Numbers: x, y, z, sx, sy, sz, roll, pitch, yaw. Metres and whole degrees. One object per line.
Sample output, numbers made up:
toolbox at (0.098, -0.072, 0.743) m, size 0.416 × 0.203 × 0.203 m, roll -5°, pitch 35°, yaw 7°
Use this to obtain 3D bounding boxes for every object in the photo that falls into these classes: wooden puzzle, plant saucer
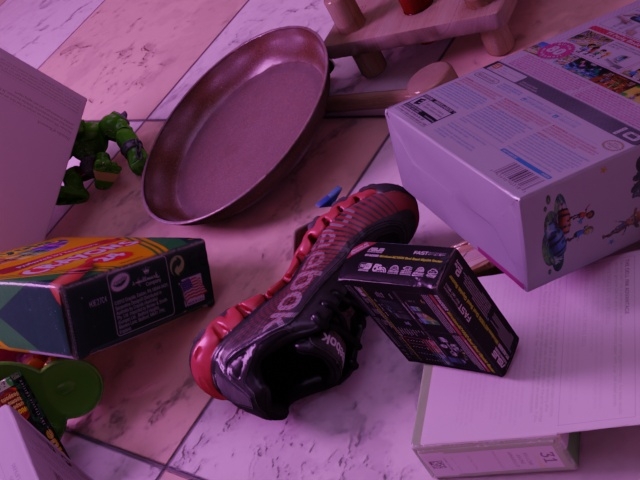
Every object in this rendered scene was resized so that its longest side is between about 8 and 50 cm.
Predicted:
wooden puzzle at (0.000, 0.000, 0.946) m, size 0.078 × 0.116 × 0.014 m, roll -36°, pitch 61°, yaw -20°
plant saucer at (-0.102, -0.139, 1.187) m, size 0.310 × 0.050 × 0.311 m, roll -26°, pitch 42°, yaw 26°

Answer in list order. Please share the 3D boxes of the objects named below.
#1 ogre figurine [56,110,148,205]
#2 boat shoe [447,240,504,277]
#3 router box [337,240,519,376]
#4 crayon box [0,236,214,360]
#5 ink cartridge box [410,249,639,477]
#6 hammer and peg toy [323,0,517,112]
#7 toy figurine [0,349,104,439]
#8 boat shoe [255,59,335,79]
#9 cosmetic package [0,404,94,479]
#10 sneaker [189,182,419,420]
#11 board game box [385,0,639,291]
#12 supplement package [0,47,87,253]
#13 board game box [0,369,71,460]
ogre figurine at (-0.343, -0.120, 1.361) m, size 0.197 × 0.096 × 0.118 m, roll -32°, pitch 51°, yaw 28°
boat shoe at (0.174, 0.006, 0.831) m, size 0.170 × 0.063 × 0.059 m, roll -20°, pitch 44°, yaw 19°
router box at (0.083, 0.052, 0.707) m, size 0.092 × 0.122 × 0.038 m, roll 5°, pitch 56°, yaw 42°
crayon box at (-0.304, 0.055, 1.051) m, size 0.318 × 0.081 × 0.202 m, roll 0°, pitch 13°, yaw 37°
ink cartridge box at (0.194, 0.091, 0.722) m, size 0.235 × 0.056 × 0.171 m, roll -11°, pitch 42°, yaw 28°
hammer and peg toy at (0.125, -0.296, 1.163) m, size 0.265 × 0.127 × 0.361 m, roll -2°, pitch 46°, yaw 36°
toy figurine at (-0.328, 0.147, 1.029) m, size 0.173 × 0.130 × 0.159 m, roll -25°, pitch 25°, yaw -6°
boat shoe at (-0.038, -0.224, 1.277) m, size 0.133 × 0.049 × 0.042 m, roll -5°, pitch 50°, yaw 37°
cosmetic package at (-0.279, 0.276, 0.795) m, size 0.183 × 0.151 × 0.151 m, roll -39°, pitch 36°, yaw -9°
sneaker at (0.008, 0.060, 0.869) m, size 0.276 × 0.098 × 0.135 m, roll -44°, pitch 37°, yaw -11°
board game box at (0.243, -0.099, 0.809) m, size 0.303 × 0.098 × 0.224 m, roll -24°, pitch 34°, yaw -11°
supplement package at (-0.470, -0.090, 1.260) m, size 0.177 × 0.175 × 0.293 m, roll -8°, pitch 63°, yaw 41°
board game box at (-0.378, 0.248, 0.928) m, size 0.259 × 0.136 × 0.030 m, roll -29°, pitch 5°, yaw 7°
